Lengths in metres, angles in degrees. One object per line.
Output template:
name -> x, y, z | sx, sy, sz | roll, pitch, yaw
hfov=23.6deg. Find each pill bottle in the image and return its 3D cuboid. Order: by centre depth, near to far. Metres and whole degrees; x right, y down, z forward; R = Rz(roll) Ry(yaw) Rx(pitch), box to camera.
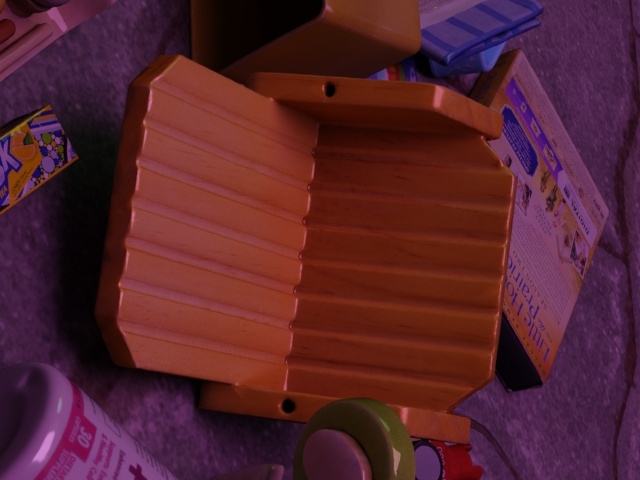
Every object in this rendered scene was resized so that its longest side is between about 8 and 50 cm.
pill bottle -> -0.186, 0.243, 1.266 | 0.283, 0.160, 0.160 | 48, 41, -31

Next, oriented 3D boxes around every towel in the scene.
towel -> 0.109, -0.317, 1.863 | 0.285, 0.034, 0.209 | 38, 44, 25

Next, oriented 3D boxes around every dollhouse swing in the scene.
dollhouse swing -> 0.000, 0.000, 1.470 | 0.305, 0.315, 0.346 | 33, 64, -71

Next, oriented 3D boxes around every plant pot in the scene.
plant pot -> -0.005, -0.273, 1.682 | 0.187, 0.212, 0.212 | 15, 63, -41

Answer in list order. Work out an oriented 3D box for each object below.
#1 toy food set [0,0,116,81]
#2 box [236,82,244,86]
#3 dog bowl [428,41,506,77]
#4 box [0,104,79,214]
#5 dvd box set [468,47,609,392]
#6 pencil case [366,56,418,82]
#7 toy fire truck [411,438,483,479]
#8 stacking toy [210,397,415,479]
toy food set -> -0.319, -0.244, 1.359 | 0.219, 0.092, 0.306 | 60, 35, -17
box -> -0.097, -0.095, 1.619 | 0.186, 0.038, 0.145 | 6, 70, -54
dog bowl -> 0.224, -0.338, 2.120 | 0.297, 0.074, 0.166 | -60, 153, -48
box -> -0.290, -0.057, 1.351 | 0.059, 0.054, 0.169 | 63, 35, -14
dvd box set -> 0.271, -0.036, 2.122 | 0.307, 0.062, 0.420 | 57, 37, -22
pencil case -> 0.062, -0.113, 1.811 | 0.133, 0.119, 0.306 | 11, 67, -47
toy fire truck -> 0.141, 0.324, 1.727 | 0.246, 0.158, 0.217 | -1, 76, -44
stacking toy -> -0.030, 0.292, 1.354 | 0.130, 0.309, 0.279 | 12, 56, -46
